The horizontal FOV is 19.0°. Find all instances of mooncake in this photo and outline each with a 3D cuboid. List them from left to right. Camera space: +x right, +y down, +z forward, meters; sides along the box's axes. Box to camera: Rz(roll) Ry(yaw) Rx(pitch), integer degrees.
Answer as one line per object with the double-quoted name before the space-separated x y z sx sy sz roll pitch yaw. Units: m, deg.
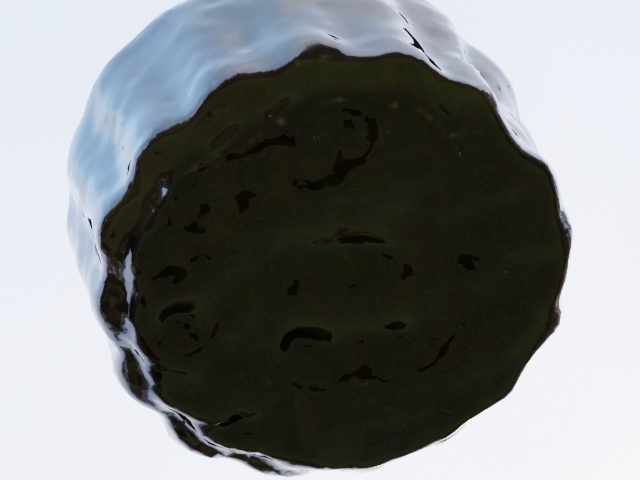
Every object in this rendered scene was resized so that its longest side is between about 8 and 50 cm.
"mooncake" 0.000 0.000 1.100 0.290 0.161 0.290 -5 -62 -10
